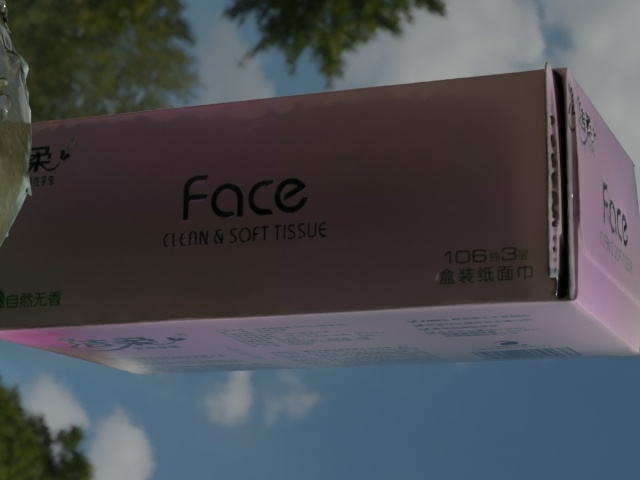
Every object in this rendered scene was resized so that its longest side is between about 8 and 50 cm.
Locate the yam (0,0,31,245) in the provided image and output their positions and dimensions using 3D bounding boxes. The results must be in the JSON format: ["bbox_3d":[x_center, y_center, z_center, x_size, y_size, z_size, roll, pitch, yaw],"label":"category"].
[{"bbox_3d":[-0.227,-0.076,0.364,0.241,0.348,0.241,-6,-112,15],"label":"yam"}]

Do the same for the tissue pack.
[{"bbox_3d":[0.000,0.000,0.620,0.246,0.148,0.092,-3,-102,20],"label":"tissue pack"}]
